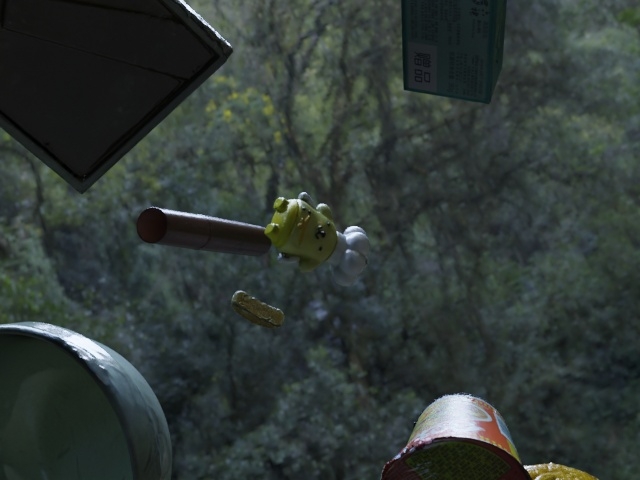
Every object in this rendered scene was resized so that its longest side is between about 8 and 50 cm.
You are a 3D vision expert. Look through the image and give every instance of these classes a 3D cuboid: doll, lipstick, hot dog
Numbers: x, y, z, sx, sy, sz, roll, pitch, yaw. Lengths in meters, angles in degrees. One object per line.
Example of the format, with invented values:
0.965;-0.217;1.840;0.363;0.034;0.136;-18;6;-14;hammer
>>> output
0.000;0.000;1.494;0.162;0.106;0.062;27;-20;-26;doll
-0.173;-0.010;1.709;0.057;0.057;0.356;-28;-14;18;lipstick
-0.100;0.110;1.671;0.090;0.030;0.034;27;-34;-13;hot dog

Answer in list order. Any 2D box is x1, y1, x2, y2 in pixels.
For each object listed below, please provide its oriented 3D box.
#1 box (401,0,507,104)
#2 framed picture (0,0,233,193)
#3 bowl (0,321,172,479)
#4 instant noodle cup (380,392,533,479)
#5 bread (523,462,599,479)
0.212;-0.344;1.724;0.153;0.092;0.245;13;-39;15;box
-0.274;-0.216;1.074;0.232;0.024;0.315;-39;-62;15;framed picture
-0.294;0.237;1.212;0.307;0.307;0.163;-29;-8;20;bowl
0.171;0.286;1.349;0.193;0.193;0.212;-26;9;13;instant noodle cup
0.337;0.414;1.555;0.198;0.236;0.120;-1;-62;-25;bread
